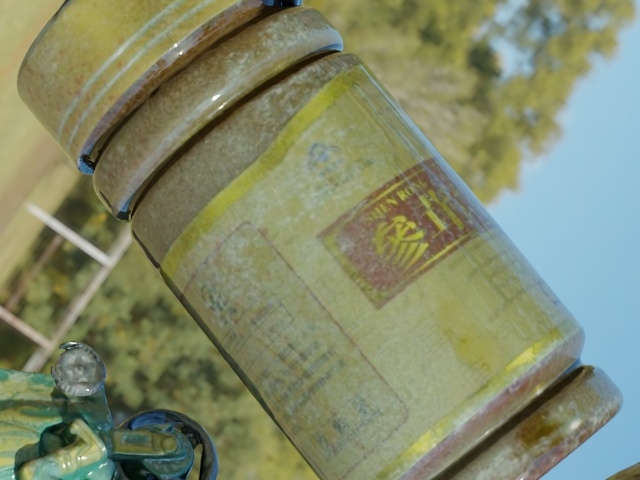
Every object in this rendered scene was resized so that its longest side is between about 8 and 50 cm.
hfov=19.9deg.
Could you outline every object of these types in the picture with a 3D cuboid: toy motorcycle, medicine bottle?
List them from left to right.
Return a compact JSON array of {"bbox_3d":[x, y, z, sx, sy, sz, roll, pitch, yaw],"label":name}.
[{"bbox_3d":[-0.216,0.171,1.280,0.109,0.296,0.198,116,-22,-52],"label":"toy motorcycle"},{"bbox_3d":[0.000,0.000,0.927,0.151,0.322,0.151,-38,171,-7],"label":"medicine bottle"}]

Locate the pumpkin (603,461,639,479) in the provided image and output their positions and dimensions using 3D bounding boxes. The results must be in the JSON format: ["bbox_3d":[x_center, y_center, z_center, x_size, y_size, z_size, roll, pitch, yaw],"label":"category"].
[{"bbox_3d":[0.248,0.229,0.908,0.320,0.320,0.192,-60,173,-40],"label":"pumpkin"}]
